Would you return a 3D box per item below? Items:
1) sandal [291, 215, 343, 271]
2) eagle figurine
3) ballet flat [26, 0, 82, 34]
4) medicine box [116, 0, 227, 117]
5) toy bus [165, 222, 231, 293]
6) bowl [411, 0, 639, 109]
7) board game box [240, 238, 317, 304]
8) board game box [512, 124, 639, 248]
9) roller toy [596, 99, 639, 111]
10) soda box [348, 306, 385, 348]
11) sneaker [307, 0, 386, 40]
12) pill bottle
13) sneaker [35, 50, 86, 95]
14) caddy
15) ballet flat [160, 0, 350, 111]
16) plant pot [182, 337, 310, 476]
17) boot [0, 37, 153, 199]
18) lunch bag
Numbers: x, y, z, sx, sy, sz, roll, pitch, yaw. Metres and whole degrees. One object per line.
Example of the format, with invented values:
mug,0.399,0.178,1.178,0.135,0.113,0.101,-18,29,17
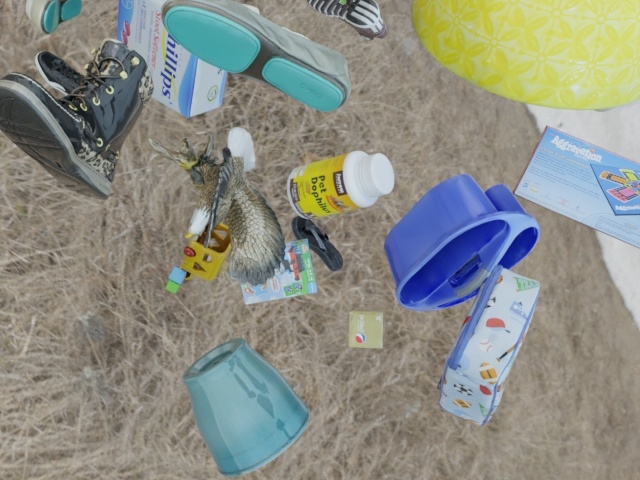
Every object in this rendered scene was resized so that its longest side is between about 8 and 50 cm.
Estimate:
sandal,0.000,0.000,2.076,0.254,0.054,0.097,43,43,-32
eagle figurine,-0.187,-0.074,1.250,0.226,0.298,0.225,-9,126,-36
ballet flat,-0.614,-0.518,1.437,0.086,0.248,0.086,0,115,-1
medicine box,-0.397,-0.521,1.725,0.149,0.289,0.264,-36,150,-48
toy bus,-0.267,0.042,1.503,0.104,0.202,0.191,27,95,-5
bowl,0.248,-0.286,0.664,0.289,0.289,0.156,-31,149,-27
board game box,-0.127,0.090,1.822,0.211,0.039,0.160,-10,114,2
board game box,0.528,-0.097,1.212,0.027,0.281,0.145,-48,161,-68
roller toy,0.554,-0.339,1.185,0.146,0.210,0.191,-13,149,2
soda box,0.086,0.153,1.140,0.058,0.181,0.062,1,86,7
sneaker,0.077,-0.633,1.785,0.106,0.281,0.162,-50,149,8
pill bottle,0.042,-0.117,1.331,0.117,0.214,0.117,16,69,-49
sneaker,-0.606,-0.405,1.607,0.217,0.121,0.079,49,49,-21
caddy,0.291,0.025,1.332,0.241,0.341,0.179,9,48,-33
ballet flat,-0.061,-0.200,0.655,0.213,0.072,0.068,21,55,-29
plant pot,-0.203,0.394,1.598,0.271,0.271,0.255,-34,101,-26
boot,-0.463,-0.276,1.251,0.377,0.138,0.284,71,37,-65
lunch bag,0.312,0.197,1.200,0.243,0.114,0.303,-59,162,-28
